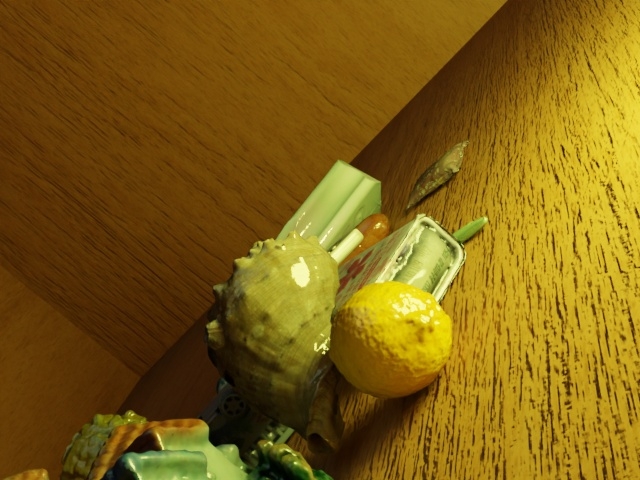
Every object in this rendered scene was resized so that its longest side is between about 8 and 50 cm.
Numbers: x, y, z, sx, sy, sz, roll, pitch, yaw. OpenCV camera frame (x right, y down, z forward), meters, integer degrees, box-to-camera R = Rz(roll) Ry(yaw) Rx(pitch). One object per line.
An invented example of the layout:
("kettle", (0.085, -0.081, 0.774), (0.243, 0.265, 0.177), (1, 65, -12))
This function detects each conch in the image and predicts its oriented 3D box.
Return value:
("conch", (-0.061, 0.145, 1.074), (0.263, 0.187, 0.324), (83, -177, -53))

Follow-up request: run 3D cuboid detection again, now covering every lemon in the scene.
("lemon", (0.081, 0.120, 0.940), (0.142, 0.142, 0.187), (-52, 3, -22))

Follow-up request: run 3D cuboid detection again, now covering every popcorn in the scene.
("popcorn", (-0.435, 0.492, 1.688), (0.249, 0.249, 0.225), (-49, -28, 0))

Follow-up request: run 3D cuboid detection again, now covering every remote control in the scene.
("remote control", (0.000, 0.050, 1.339), (0.190, 0.029, 0.087), (-44, 5, -29))

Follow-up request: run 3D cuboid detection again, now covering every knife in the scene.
("knife", (0.183, 0.022, 1.282), (0.293, 0.020, 0.043), (-40, 14, 51))

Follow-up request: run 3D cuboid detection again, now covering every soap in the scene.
("soap", (0.000, 0.000, 1.766), (0.347, 0.115, 0.208), (-52, -22, -24))

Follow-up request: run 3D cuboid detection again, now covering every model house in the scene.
("model house", (-0.166, 0.288, 0.818), (0.251, 0.329, 0.295), (-50, 9, 20))

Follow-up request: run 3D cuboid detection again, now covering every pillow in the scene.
("pillow", (0.243, -0.139, 1.627), (0.185, 0.043, 0.118), (-40, 14, 49))

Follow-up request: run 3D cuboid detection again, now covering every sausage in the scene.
("sausage", (0.076, 0.022, 1.665), (0.197, 0.076, 0.076), (-47, 8, 4))

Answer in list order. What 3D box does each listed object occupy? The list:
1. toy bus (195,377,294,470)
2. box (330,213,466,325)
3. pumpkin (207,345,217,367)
("toy bus", (-0.157, 0.330, 1.233), (0.329, 0.136, 0.109), (-49, 10, -4))
("box", (0.063, 0.100, 1.237), (0.190, 0.112, 0.370), (-55, 10, -33))
("pumpkin", (-0.171, 0.210, 1.805), (0.223, 0.157, 0.223), (-56, 0, -1))
